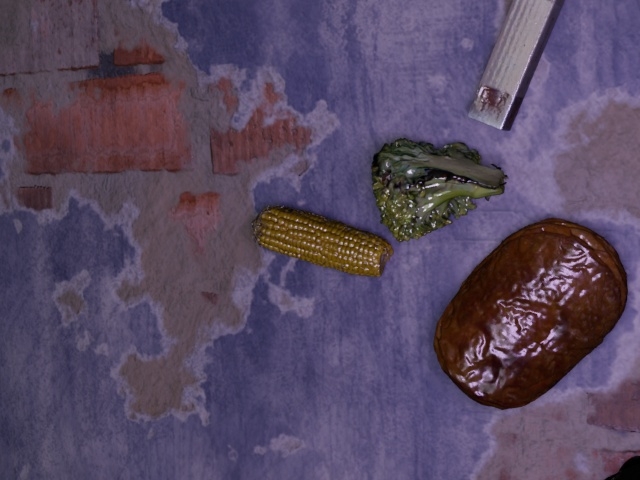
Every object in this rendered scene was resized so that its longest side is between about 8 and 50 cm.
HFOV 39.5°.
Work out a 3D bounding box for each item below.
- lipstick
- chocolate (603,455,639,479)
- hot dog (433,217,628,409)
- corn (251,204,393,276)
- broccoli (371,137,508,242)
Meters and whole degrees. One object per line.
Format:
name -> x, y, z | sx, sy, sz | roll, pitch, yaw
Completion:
lipstick -> 0.387, -0.393, 1.674 | 0.080, 0.076, 0.371 | 27, 105, 22
chocolate -> 0.593, 0.464, 1.661 | 0.125, 0.080, 0.148 | 41, 103, 4
hot dog -> 0.392, 0.134, 1.674 | 0.267, 0.174, 0.387 | 44, 101, 12
corn -> 0.000, 0.000, 1.871 | 0.318, 0.115, 0.115 | 17, 101, 20
broccoli -> 0.224, -0.076, 1.711 | 0.273, 0.242, 0.180 | 21, 125, 28
